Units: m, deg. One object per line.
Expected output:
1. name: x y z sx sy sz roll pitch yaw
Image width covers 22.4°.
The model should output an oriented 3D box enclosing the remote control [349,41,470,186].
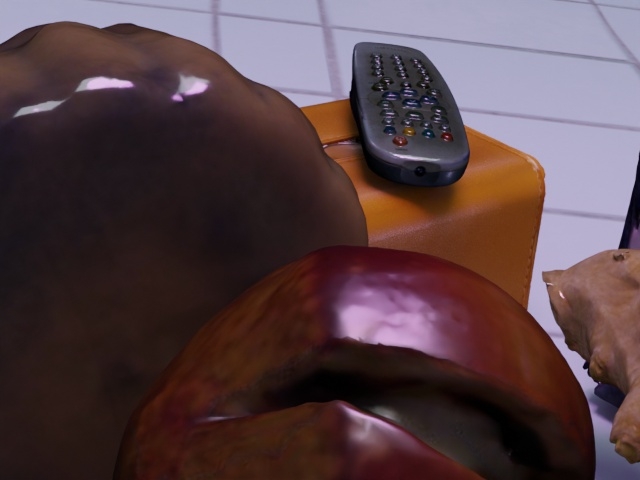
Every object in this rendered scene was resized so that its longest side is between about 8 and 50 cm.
1. remote control: 0.057 -0.093 1.136 0.072 0.042 0.222 5 25 -7

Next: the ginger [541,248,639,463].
1. ginger: 0.274 0.129 0.877 0.363 0.122 0.348 1 47 5

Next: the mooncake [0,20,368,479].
1. mooncake: -0.121 0.026 0.856 0.290 0.290 0.161 -3 21 -25

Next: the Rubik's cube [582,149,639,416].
1. Rubik's cube: 0.396 0.001 1.053 0.310 0.307 0.305 -15 33 -42

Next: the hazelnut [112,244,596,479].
1. hazelnut: 0.012 0.131 0.735 0.217 0.217 0.251 15 68 16

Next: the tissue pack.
1. tissue pack: 0.000 0.000 1.136 0.274 0.145 0.194 -16 35 -42
